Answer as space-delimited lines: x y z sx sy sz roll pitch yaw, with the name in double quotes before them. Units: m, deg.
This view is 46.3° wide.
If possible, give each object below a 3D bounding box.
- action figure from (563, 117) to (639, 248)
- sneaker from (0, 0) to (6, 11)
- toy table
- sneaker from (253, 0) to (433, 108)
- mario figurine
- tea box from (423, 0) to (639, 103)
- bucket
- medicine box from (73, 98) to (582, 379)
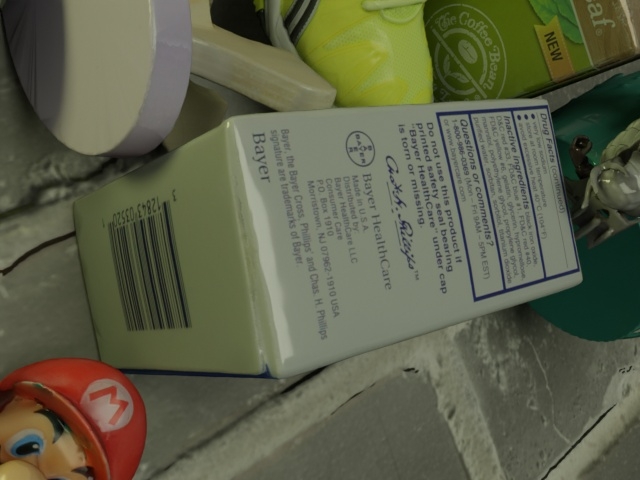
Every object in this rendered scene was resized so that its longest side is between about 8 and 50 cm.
"action figure" 0.284 -0.092 0.608 0.285 0.185 0.099 -33 88 -37
"sneaker" -0.280 -0.261 0.503 0.146 0.122 0.330 16 62 -46
"toy table" -0.117 -0.162 0.554 0.161 0.252 0.274 -2 50 -42
"sneaker" 0.024 -0.269 0.605 0.145 0.147 0.384 -25 102 -37
"mario figurine" -0.240 0.178 0.428 0.321 0.170 0.198 -35 137 -27
"tea box" 0.166 -0.297 0.716 0.220 0.324 0.328 -23 95 -37
"bucket" 0.320 -0.034 0.813 0.183 0.281 0.281 -25 97 -21
"medicine box" 0.000 0.000 0.580 0.289 0.263 0.149 -10 88 -36
